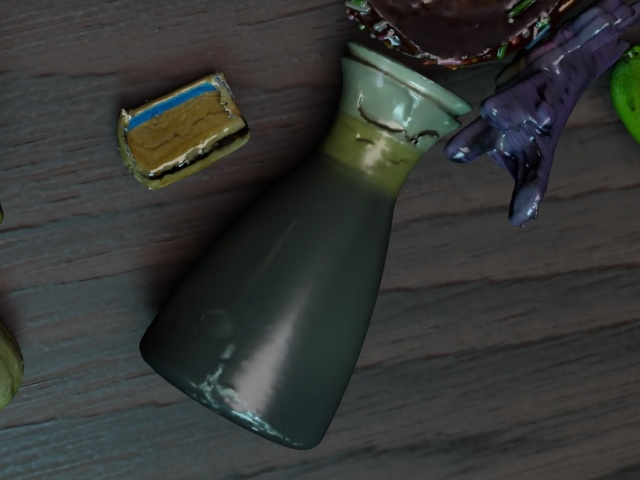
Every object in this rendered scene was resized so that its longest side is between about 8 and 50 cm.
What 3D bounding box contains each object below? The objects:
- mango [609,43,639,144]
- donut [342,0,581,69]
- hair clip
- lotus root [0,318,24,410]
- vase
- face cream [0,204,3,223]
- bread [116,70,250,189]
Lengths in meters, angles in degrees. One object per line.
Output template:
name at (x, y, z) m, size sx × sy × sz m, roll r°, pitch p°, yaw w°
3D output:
mango at (0.333, -0.112, 1.567) m, size 0.178 × 0.100 × 0.119 m, roll 24°, pitch 60°, yaw -13°
donut at (0.107, -0.253, 1.442) m, size 0.235 × 0.089 × 0.235 m, roll 0°, pitch 89°, yaw -4°
hair clip at (0.190, -0.130, 1.447) m, size 0.090 × 0.278 × 0.137 m, roll 40°, pitch 136°, yaw -7°
lotus root at (-0.315, 0.068, 1.452) m, size 0.077 × 0.090 × 0.183 m, roll -30°, pitch 112°, yaw 25°
vase at (0.000, 0.000, 1.483) m, size 0.173 × 0.173 × 0.321 m, roll 30°, pitch 91°, yaw -21°
face cream at (-0.361, -0.075, 1.327) m, size 0.179 × 0.218 × 0.218 m, roll -25°, pitch 111°, yaw -7°
bread at (-0.116, -0.089, 1.479) m, size 0.106 × 0.053 × 0.072 m, roll -26°, pitch 88°, yaw -9°
